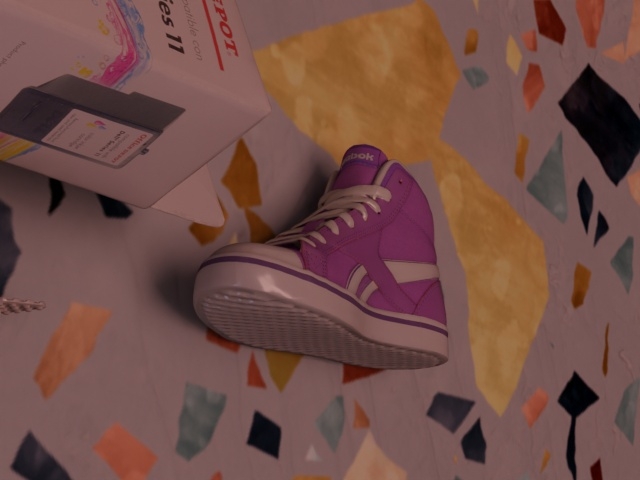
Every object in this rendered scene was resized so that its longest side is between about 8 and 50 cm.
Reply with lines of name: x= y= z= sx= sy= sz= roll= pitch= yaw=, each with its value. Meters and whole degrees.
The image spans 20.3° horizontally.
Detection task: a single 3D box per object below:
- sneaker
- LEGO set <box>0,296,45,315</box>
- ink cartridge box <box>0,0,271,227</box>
sneaker: x=-0.001 y=0.000 z=1.304 sx=0.282 sy=0.102 sz=0.161 roll=20 pitch=67 yaw=-59
LEGO set: x=-0.212 y=0.010 z=0.994 sx=0.244 sy=0.060 sz=0.182 roll=-92 pitch=173 yaw=-60
ink cartridge box: x=-0.159 y=-0.151 z=1.047 sx=0.353 sy=0.119 sz=0.207 roll=19 pitch=44 yaw=-48
